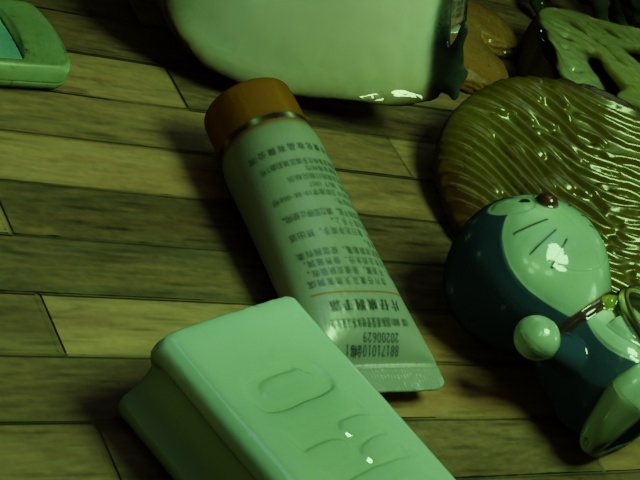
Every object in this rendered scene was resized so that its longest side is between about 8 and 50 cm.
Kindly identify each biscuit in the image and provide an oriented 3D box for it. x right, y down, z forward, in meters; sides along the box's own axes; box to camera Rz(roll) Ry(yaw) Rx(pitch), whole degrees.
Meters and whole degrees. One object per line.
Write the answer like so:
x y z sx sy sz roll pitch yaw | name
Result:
0.266 -0.046 1.666 0.318 0.040 0.318 12 50 -15 | biscuit
0.171 -0.235 1.921 0.186 0.036 0.192 17 36 -29 | biscuit

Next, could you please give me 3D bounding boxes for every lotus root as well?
0.393 -0.148 1.949 0.375 0.111 0.390 45 36 20 | lotus root

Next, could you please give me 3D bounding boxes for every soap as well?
0.000 0.172 1.159 0.265 0.087 0.160 48 33 20 | soap

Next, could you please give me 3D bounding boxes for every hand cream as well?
0.000 0.000 1.396 0.140 0.089 0.314 4 47 -38 | hand cream

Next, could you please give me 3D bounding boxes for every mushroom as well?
-0.050 -0.310 1.695 0.314 0.224 0.397 -3 31 -18 | mushroom

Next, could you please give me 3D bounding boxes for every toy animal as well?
0.337 -0.333 2.088 0.233 0.148 0.084 26 47 11 | toy animal

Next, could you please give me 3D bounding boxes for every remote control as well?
-0.321 -0.170 1.369 0.233 0.038 0.098 -2 46 -44 | remote control

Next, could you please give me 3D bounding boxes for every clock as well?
0.214 0.067 1.451 0.243 0.146 0.199 51 30 17 | clock

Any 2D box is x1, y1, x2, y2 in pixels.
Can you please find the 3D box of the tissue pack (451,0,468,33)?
0.093 -0.413 1.803 0.103 0.315 0.228 -13 42 -15 | tissue pack

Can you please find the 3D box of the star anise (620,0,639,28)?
0.441 -0.338 2.166 0.198 0.110 0.257 49 -6 33 | star anise
